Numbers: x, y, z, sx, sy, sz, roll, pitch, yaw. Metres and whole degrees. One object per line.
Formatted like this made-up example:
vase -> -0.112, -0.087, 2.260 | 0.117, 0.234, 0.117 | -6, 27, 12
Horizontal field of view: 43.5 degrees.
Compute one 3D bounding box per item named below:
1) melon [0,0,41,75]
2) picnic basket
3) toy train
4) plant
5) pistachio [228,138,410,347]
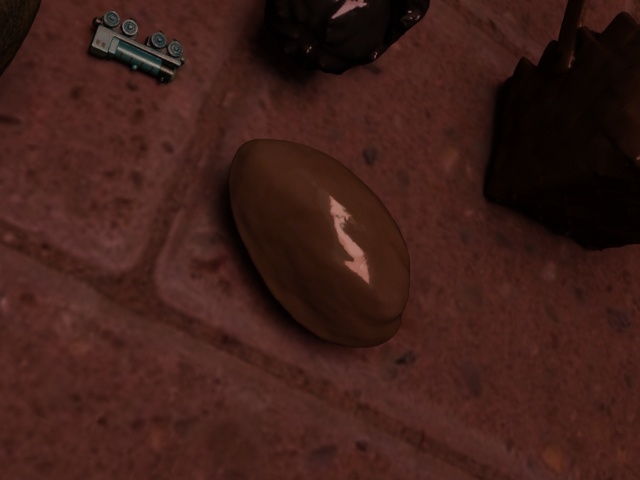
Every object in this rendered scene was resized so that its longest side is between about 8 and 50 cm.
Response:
melon -> -0.337, -0.170, 0.532 | 0.248, 0.249, 0.329 | 49, 52, -9
picnic basket -> 0.363, -0.163, 0.897 | 0.254, 0.291, 0.320 | 25, 75, -22
toy train -> -0.172, -0.181, 0.755 | 0.092, 0.029, 0.045 | 22, 75, -24
plant -> 0.028, -0.274, 0.830 | 0.164, 0.142, 0.256 | 40, 50, -15
pistachio -> 0.000, 0.000, 0.753 | 0.136, 0.136, 0.226 | -41, 92, -31
